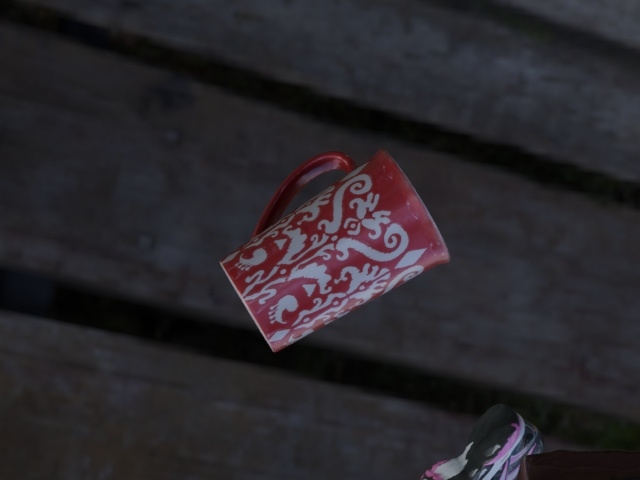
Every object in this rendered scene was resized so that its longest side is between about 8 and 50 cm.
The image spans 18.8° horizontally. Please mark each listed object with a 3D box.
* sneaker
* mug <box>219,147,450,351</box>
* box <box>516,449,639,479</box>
[{"bbox_3d":[0.171,0.256,2.036,0.077,0.072,0.178,25,119,-35],"label":"sneaker"},{"bbox_3d":[0.005,0.008,1.648,0.113,0.169,0.150,60,176,-21],"label":"mug"},{"bbox_3d":[0.184,0.320,1.305,0.143,0.191,0.381,0,143,-6],"label":"box"}]
